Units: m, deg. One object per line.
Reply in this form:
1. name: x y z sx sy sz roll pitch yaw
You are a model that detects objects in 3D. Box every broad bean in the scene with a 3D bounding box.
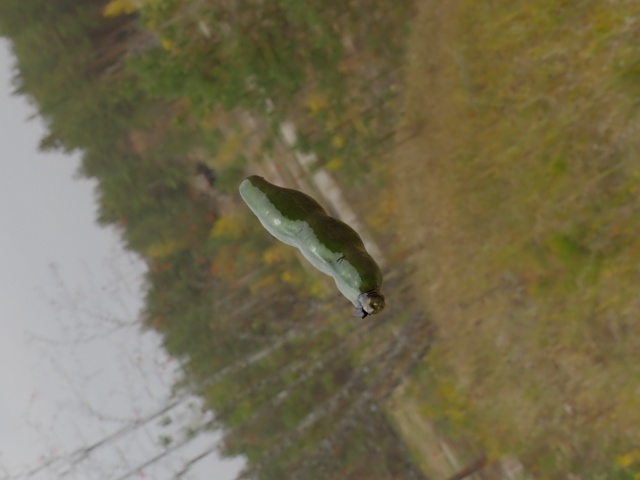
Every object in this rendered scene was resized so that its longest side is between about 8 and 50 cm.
1. broad bean: 0.001 0.000 1.174 0.297 0.060 0.043 -139 49 -56
